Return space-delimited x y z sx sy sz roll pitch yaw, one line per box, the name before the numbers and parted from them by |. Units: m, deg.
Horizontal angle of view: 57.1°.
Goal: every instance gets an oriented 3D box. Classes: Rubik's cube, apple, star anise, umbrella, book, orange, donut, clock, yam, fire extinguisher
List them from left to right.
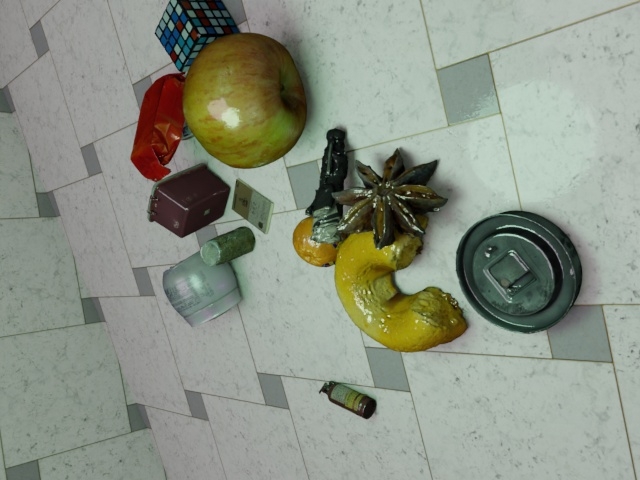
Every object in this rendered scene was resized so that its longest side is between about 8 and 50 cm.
Rubik's cube | -0.413 -0.701 1.983 0.182 0.187 0.184 -40 80 44
yam | -0.347 0.024 2.200 0.107 0.194 0.107 22 123 38
apple | -0.232 -0.412 1.765 0.334 0.400 0.399 -12 98 24
book | -0.254 -0.126 2.177 0.199 0.016 0.138 35 127 30
orange | -0.002 0.001 1.879 0.178 0.155 0.177 19 160 7
umbrella | 0.023 -0.163 1.750 0.113 0.106 0.357 -2 79 41
fire extinguisher | 0.077 0.567 2.089 0.252 0.075 0.106 13 115 40
star anise | 0.187 -0.112 1.603 0.332 0.331 0.117 35 166 30
donut | 0.203 0.145 1.737 0.378 0.164 0.434 -30 85 47
clock | 0.497 0.078 1.496 0.319 0.066 0.318 19 119 38

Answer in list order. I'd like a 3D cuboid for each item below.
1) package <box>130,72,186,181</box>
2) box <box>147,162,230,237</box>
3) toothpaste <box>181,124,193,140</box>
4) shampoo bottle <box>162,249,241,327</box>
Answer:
package | -0.596 -0.429 2.194 0.196 0.123 0.423 -19 59 50
box | -0.486 -0.147 2.211 0.168 0.294 0.193 34 128 17
toothpaste | -0.482 -0.429 2.262 0.196 0.040 0.047 -9 95 45
shampoo bottle | -0.467 0.185 2.324 0.273 0.273 0.266 -21 100 46
